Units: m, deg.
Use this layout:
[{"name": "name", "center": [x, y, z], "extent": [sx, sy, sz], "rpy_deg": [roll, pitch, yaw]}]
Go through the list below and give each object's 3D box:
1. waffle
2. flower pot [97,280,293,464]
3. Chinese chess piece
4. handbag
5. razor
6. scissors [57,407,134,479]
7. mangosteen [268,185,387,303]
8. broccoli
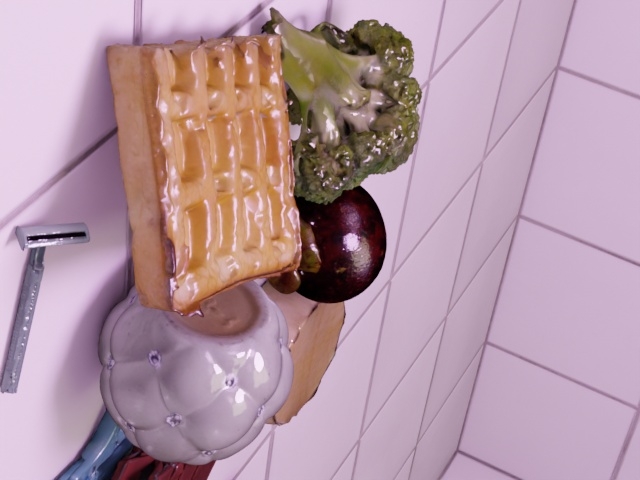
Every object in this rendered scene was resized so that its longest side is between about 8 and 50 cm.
[{"name": "waffle", "center": [-0.122, -0.083, 1.600], "extent": [0.348, 0.077, 0.304], "rpy_deg": [-19, 106, -66]}, {"name": "flower pot", "center": [-0.153, 0.146, 1.723], "extent": [0.246, 0.246, 0.195], "rpy_deg": [-45, 161, -50]}, {"name": "Chinese chess piece", "center": [-0.057, 0.172, 2.270], "extent": [0.257, 0.104, 0.257], "rpy_deg": [-56, 160, -33]}, {"name": "handbag", "center": [-0.246, 0.390, 1.963], "extent": [0.276, 0.084, 0.260], "rpy_deg": [-65, 165, 17]}, {"name": "razor", "center": [-0.314, 0.073, 1.510], "extent": [0.084, 0.036, 0.211], "rpy_deg": [-4, 126, -44]}, {"name": "scissors", "center": [-0.306, 0.301, 1.813], "extent": [0.393, 0.032, 0.180], "rpy_deg": [-44, 152, -51]}, {"name": "mangosteen", "center": [0.000, 0.000, 2.092], "extent": [0.210, 0.209, 0.210], "rpy_deg": [-55, 160, -33]}, {"name": "broccoli", "center": [-0.001, -0.179, 1.918], "extent": [0.302, 0.186, 0.254], "rpy_deg": [-3, 97, -40]}]
